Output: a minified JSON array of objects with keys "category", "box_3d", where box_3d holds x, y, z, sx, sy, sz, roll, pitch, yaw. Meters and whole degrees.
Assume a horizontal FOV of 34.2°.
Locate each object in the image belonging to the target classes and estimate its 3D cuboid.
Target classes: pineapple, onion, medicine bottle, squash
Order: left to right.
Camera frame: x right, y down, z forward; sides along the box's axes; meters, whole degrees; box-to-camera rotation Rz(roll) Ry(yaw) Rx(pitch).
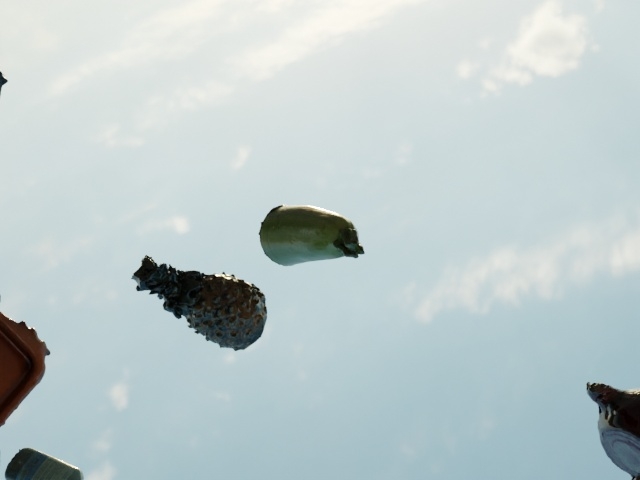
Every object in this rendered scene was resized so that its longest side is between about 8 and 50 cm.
[{"category":"medicine bottle","box_3d":[-0.538,0.494,2.129,0.208,0.054,0.090,21,-142,10]},{"category":"pineapple","box_3d":[-0.172,0.081,1.458,0.108,0.197,0.108,-47,-152,35]},{"category":"squash","box_3d":[0.000,0.000,1.489,0.094,0.094,0.224,-35,-159,-24]},{"category":"onion","box_3d":[0.535,0.295,1.736,0.135,0.198,0.173,-33,171,-29]}]

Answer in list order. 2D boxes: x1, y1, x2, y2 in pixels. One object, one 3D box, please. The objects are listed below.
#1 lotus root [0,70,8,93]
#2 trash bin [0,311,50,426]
[{"category":"lotus root","box_3d":[-0.600,-0.168,1.460,0.329,0.167,0.078,-36,-128,-16]},{"category":"trash bin","box_3d":[-0.294,0.090,0.689,0.238,0.161,0.184,-20,-154,42]}]
